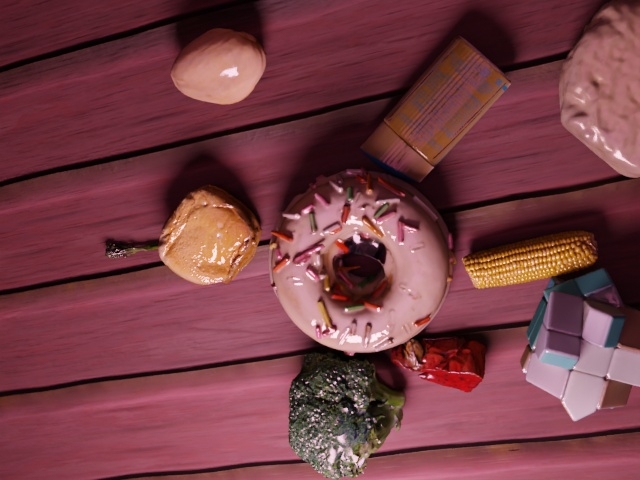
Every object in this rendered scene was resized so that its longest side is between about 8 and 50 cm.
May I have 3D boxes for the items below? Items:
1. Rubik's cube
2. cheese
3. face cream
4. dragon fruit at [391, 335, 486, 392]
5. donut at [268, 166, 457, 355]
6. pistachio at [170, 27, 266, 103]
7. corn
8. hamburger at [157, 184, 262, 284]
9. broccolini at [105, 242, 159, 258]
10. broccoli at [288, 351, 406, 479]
[{"bbox_3d":[0.497,0.185,1.180,0.224,0.213,0.265,21,100,10],"label":"Rubik's cube"},{"bbox_3d":[0.591,-0.273,1.137,0.326,0.115,0.318,-5,98,12],"label":"cheese"},{"bbox_3d":[0.217,-0.239,1.248,0.139,0.067,0.285,43,105,5],"label":"face cream"},{"bbox_3d":[0.242,0.242,1.336,0.192,0.122,0.092,6,61,15],"label":"dragon fruit"},{"bbox_3d":[0.078,0.047,1.271,0.382,0.142,0.383,1,99,5],"label":"donut"},{"bbox_3d":[-0.205,-0.345,1.300,0.200,0.117,0.145,-19,100,16],"label":"pistachio"},{"bbox_3d":[0.403,0.038,1.245,0.248,0.081,0.081,-14,96,14],"label":"corn"},{"bbox_3d":[-0.237,-0.007,1.368,0.213,0.108,0.214,2,101,12],"label":"hamburger"},{"bbox_3d":[-0.419,0.015,1.460,0.140,0.030,0.035,-10,61,9],"label":"broccolini"},{"bbox_3d":[0.045,0.355,1.321,0.294,0.245,0.265,-58,40,32],"label":"broccoli"}]
